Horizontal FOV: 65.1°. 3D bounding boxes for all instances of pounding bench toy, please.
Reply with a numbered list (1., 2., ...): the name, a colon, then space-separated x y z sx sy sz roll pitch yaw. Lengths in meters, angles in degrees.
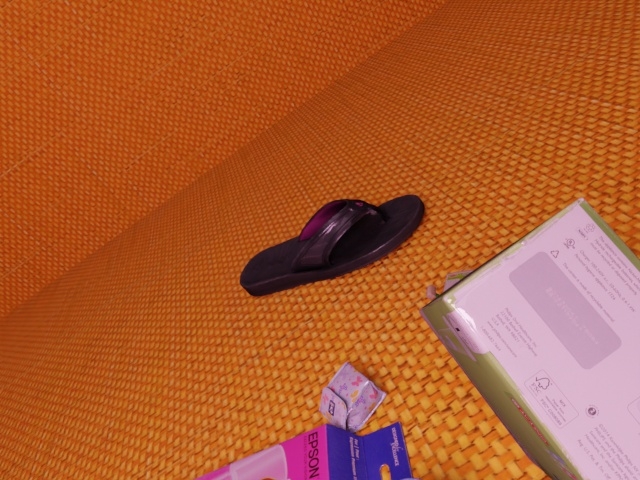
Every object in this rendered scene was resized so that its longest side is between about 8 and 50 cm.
1. pounding bench toy: 0.206 0.087 0.743 0.083 0.065 0.052 -13 37 36

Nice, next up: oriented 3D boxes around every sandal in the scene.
1. sandal: -0.001 0.002 1.047 0.446 0.107 0.167 -22 32 23

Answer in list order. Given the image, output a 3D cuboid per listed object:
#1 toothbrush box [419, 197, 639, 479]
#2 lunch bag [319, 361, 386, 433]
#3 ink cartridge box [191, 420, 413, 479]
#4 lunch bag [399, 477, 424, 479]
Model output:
1. toothbrush box: 0.202 0.107 0.441 0.122 0.206 0.283 -36 -13 -1
2. lunch bag: 0.040 0.230 0.727 0.083 0.053 0.071 -51 30 -8
3. ink cartridge box: -0.058 0.357 0.640 0.371 0.069 0.175 -26 31 13
4. lunch bag: 0.088 0.347 0.446 0.219 0.090 0.176 -44 46 -12
